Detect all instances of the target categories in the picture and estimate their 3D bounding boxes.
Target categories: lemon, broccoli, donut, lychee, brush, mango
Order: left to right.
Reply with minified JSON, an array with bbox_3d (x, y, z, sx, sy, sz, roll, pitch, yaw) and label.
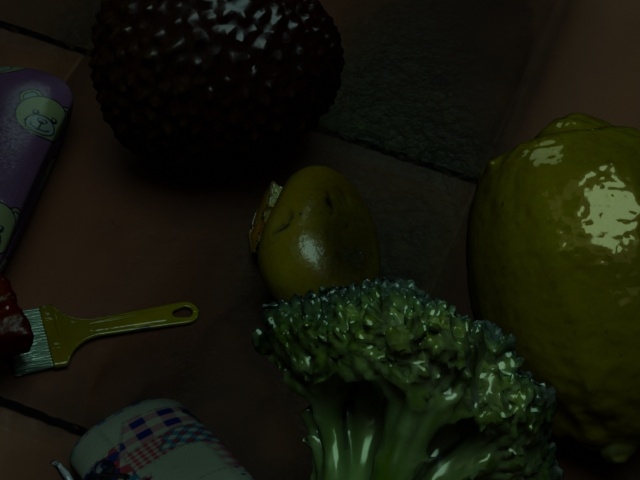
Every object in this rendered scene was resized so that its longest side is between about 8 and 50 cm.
[{"bbox_3d":[-0.227,0.091,1.857,0.205,0.011,0.083,-10,49,-14],"label":"brush"},{"bbox_3d":[-0.111,-0.211,1.966,0.304,0.276,0.276,-40,60,-4],"label":"lychee"},{"bbox_3d":[-0.050,-0.017,1.936,0.038,0.067,0.083,24,21,-17],"label":"donut"},{"bbox_3d":[0.000,0.000,1.884,0.137,0.098,0.195,17,54,-27],"label":"mango"},{"bbox_3d":[0.041,0.204,1.497,0.397,0.275,0.353,-20,75,-46],"label":"broccoli"},{"bbox_3d":[0.282,0.037,1.778,0.285,0.285,0.316,-29,69,-27],"label":"lemon"}]

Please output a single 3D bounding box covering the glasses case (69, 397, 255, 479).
[{"bbox_3d":[-0.139,0.226,1.618,0.125,0.076,0.327,-32,25,-13],"label":"glasses case"}]

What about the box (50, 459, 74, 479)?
[{"bbox_3d":[-0.216,0.363,1.482,0.206,0.262,0.291,-34,50,-10],"label":"box"}]

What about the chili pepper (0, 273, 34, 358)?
[{"bbox_3d":[-0.452,0.133,1.723,0.338,0.131,0.134,-34,42,-24],"label":"chili pepper"}]

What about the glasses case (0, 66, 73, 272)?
[{"bbox_3d":[-0.366,-0.076,1.946,0.123,0.076,0.316,11,49,5],"label":"glasses case"}]
